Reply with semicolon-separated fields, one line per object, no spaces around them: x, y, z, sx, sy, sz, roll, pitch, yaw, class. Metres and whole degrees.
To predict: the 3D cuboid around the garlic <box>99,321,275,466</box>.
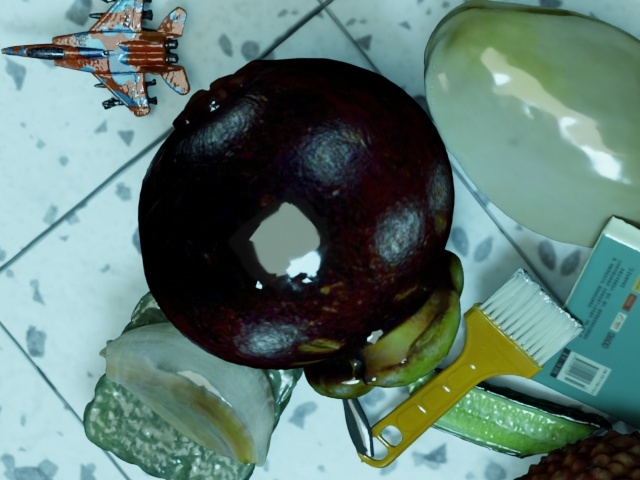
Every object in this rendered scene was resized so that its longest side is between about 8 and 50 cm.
-0.121;0.135;1.794;0.195;0.087;0.101;29;118;1;garlic

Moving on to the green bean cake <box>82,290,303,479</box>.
-0.126;0.151;1.883;0.183;0.094;0.185;28;111;5;green bean cake

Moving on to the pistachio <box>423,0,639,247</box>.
0.220;-0.107;1.675;0.288;0.166;0.197;29;99;2;pistachio

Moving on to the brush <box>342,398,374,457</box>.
0.019;0.127;1.865;0.063;0.016;0.193;-17;88;23;brush

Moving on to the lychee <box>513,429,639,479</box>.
0.296;0.310;1.749;0.264;0.300;0.264;-13;73;51;lychee

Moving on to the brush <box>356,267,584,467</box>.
0.128;0.140;1.801;0.090;0.017;0.314;45;129;0;brush

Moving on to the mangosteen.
0.000;0.000;1.696;0.307;0.307;0.347;-32;106;20;mangosteen

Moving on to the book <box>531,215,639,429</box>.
0.396;0.138;1.710;0.379;0.031;0.264;26;145;4;book

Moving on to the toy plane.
-0.221;-0.187;1.825;0.189;0.061;0.130;4;108;18;toy plane

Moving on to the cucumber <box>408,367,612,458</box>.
0.179;0.174;1.840;0.220;0.046;0.070;18;112;10;cucumber
